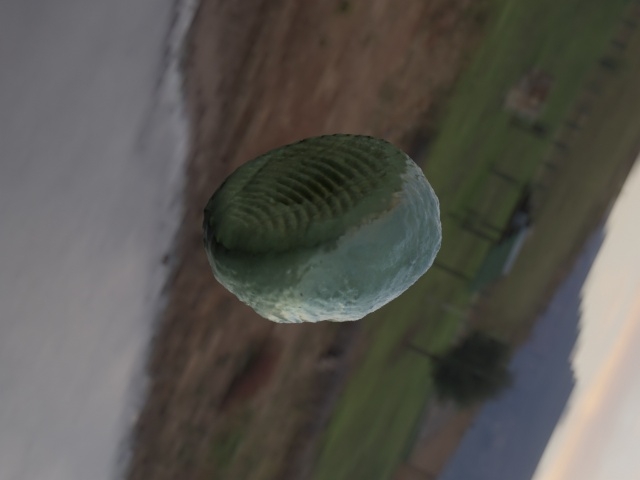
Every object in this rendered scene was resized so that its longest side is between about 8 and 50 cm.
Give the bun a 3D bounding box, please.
[{"bbox_3d":[0.000,0.000,1.484,0.195,0.195,0.118,-60,140,-48],"label":"bun"}]
